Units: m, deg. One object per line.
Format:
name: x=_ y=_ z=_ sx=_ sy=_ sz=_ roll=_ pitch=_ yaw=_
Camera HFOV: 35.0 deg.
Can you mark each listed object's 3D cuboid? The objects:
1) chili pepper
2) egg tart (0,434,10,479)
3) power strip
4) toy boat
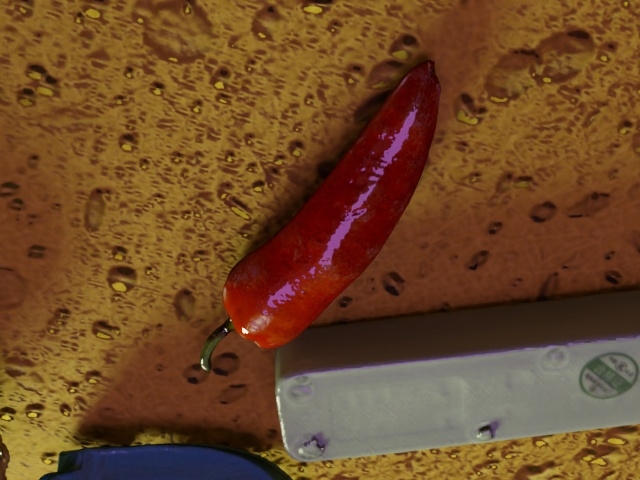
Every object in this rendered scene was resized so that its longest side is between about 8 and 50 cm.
chili pepper: x=0.000 y=0.000 z=0.661 sx=0.071 sy=0.063 sz=0.272 roll=24 pitch=117 yaw=-36
egg tart: x=-0.318 y=0.137 z=0.704 sx=0.212 sy=0.090 sz=0.213 roll=-2 pitch=127 yaw=-3
power strip: x=0.160 y=0.092 z=0.739 sx=0.385 sy=0.062 sz=0.091 roll=-7 pitch=125 yaw=0
toy boat: x=-0.108 y=0.205 z=0.791 sx=0.215 sy=0.088 sz=0.102 roll=2 pitch=159 yaw=-8
